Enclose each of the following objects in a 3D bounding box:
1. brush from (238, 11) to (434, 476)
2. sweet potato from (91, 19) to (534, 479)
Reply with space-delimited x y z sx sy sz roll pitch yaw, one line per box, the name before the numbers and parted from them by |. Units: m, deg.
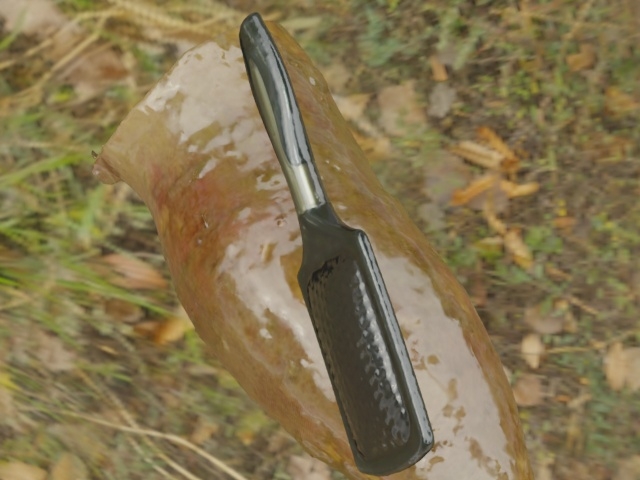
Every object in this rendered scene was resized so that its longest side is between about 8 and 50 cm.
brush | 0.000 0.000 0.649 0.016 0.063 0.193 -11 78 -30
sweet potato | 0.009 0.042 0.802 0.131 0.131 0.337 -24 65 -19
